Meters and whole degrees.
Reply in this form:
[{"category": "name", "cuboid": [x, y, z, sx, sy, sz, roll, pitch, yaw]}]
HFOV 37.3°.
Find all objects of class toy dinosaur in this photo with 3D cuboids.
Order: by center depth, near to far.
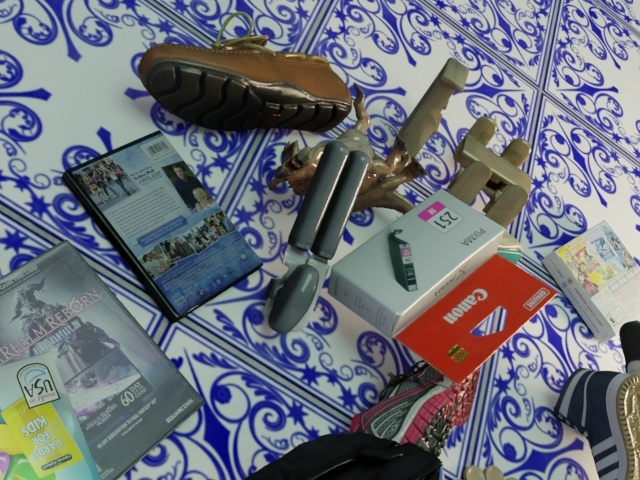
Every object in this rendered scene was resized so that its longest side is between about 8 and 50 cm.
[{"category": "toy dinosaur", "cuboid": [0.044, -0.100, 1.480, 0.296, 0.200, 0.127, 45, 9, -45]}]

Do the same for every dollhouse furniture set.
[{"category": "dollhouse furniture set", "cuboid": [0.275, -0.174, 1.644, 0.242, 0.161, 0.212, 32, 31, -4]}]

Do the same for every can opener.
[{"category": "can opener", "cuboid": [0.000, 0.000, 1.330, 0.074, 0.093, 0.280, 22, 86, -28]}]

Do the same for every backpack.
[{"category": "backpack", "cuboid": [0.035, 0.349, 1.053, 0.263, 0.276, 0.213, -42, 122, -24]}]

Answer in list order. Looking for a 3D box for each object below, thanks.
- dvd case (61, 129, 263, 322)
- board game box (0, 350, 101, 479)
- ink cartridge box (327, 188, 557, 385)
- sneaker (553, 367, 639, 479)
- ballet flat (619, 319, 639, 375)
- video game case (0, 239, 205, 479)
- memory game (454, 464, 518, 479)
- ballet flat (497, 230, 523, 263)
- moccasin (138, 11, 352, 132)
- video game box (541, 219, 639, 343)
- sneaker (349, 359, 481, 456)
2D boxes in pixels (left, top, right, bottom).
[{"category": "dvd case", "cuboid": [-0.215, -0.025, 1.316, 0.253, 0.022, 0.180, 52, 46, 5]}, {"category": "board game box", "cuboid": [-0.334, 0.305, 0.939, 0.254, 0.079, 0.336, -16, 72, -37]}, {"category": "ink cartridge box", "cuboid": [0.187, 0.058, 1.388, 0.239, 0.060, 0.275, 34, 48, 26]}, {"category": "sneaker", "cuboid": [0.458, 0.338, 1.514, 0.099, 0.153, 0.282, -10, 99, -27]}, {"category": "ballet flat", "cuboid": [0.560, 0.259, 1.513, 0.096, 0.095, 0.280, -33, 83, -31]}, {"category": "video game case", "cuboid": [-0.291, 0.147, 1.138, 0.274, 0.026, 0.196, 50, 45, 2]}, {"category": "memory game", "cuboid": [0.254, 0.412, 1.365, 0.186, 0.012, 0.186, 19, 50, -25]}, {"category": "ballet flat", "cuboid": [0.244, -0.002, 1.597, 0.248, 0.086, 0.086, 7, 56, -44]}, {"category": "moccasin", "cuboid": [-0.113, -0.258, 1.469, 0.380, 0.139, 0.147, -5, 63, -39]}, {"category": "video game box", "cuboid": [0.529, 0.073, 1.777, 0.205, 0.048, 0.187, -23, 78, -44]}, {"category": "sneaker", "cuboid": [0.151, 0.216, 1.360, 0.112, 0.121, 0.299, 17, 26, 26]}]
